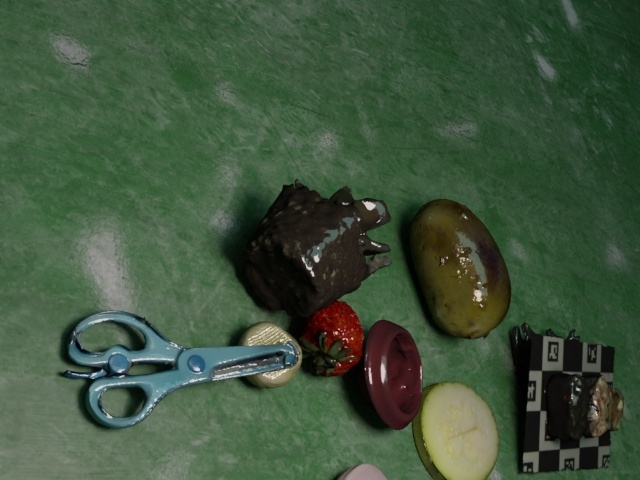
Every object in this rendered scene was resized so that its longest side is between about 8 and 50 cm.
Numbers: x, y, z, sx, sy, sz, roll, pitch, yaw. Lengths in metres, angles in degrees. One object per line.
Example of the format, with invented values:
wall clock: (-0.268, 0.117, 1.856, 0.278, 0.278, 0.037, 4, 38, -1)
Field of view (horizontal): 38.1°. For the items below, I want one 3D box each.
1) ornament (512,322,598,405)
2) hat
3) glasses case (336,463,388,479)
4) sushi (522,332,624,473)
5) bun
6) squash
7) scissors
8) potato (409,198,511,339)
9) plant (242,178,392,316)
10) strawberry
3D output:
ornament: (0.548, 0.293, 2.130, 0.236, 0.080, 0.202, 8, 64, -42)
hat: (0.119, 0.250, 1.723, 0.205, 0.089, 0.205, 27, 57, -54)
glasses case: (0.119, 0.525, 1.593, 0.113, 0.075, 0.296, -28, 90, -49)
sushi: (0.599, 0.369, 2.045, 0.373, 0.100, 0.296, 13, 79, -44)
bun: (-0.090, 0.195, 1.571, 0.115, 0.069, 0.115, 9, 66, -20)
squash: (0.266, 0.386, 1.843, 0.219, 0.041, 0.219, 17, 60, -33)
scissors: (-0.206, 0.190, 1.445, 0.393, 0.032, 0.180, -1, 69, -32)
potato: (0.293, 0.057, 1.940, 0.210, 0.173, 0.307, -19, 86, -45)
plant: (0.000, 0.000, 1.650, 0.276, 0.199, 0.188, -39, 140, -44)
strawberry: (0.027, 0.173, 1.662, 0.148, 0.131, 0.131, -29, 91, -50)
